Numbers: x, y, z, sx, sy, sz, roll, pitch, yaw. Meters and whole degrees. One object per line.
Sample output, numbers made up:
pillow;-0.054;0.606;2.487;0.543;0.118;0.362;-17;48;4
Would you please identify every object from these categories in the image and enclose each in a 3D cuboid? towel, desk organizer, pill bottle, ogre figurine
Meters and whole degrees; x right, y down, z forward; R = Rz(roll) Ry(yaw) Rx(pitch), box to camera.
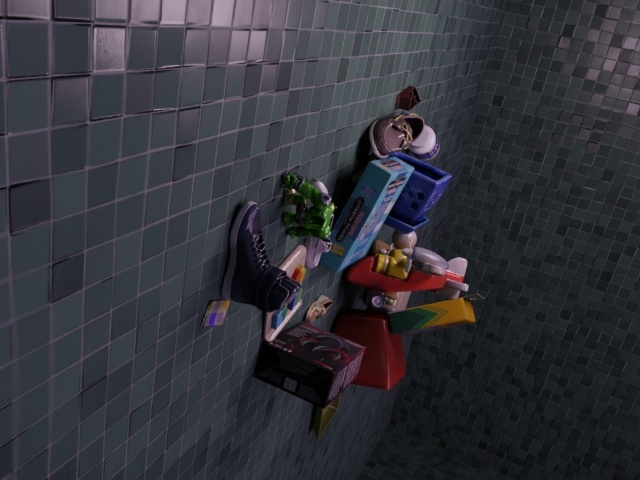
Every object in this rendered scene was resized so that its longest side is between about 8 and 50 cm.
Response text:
towel;-0.222;0.155;1.297;0.060;0.010;0.083;-70;161;0
desk organizer;0.299;-0.477;2.045;0.130;0.050;0.047;-46;149;-51
pill bottle;0.379;-0.371;2.278;0.111;0.112;0.187;-71;161;2
ogre figurine;-0.029;-0.066;1.443;0.097;0.118;0.196;-41;146;-55

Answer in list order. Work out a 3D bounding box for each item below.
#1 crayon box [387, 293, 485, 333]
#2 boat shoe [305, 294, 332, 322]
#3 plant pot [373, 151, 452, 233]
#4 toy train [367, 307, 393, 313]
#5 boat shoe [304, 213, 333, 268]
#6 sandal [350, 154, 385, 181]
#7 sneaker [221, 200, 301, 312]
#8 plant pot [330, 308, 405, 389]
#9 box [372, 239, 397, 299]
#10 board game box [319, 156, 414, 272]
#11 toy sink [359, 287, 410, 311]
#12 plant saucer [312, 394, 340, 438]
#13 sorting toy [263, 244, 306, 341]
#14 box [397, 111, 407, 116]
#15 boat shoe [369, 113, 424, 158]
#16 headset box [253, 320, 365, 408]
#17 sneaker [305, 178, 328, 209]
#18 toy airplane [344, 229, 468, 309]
crayon box;0.422;0.269;2.171;0.203;0.323;0.083;24;54;-66
boat shoe;-0.004;0.216;1.899;0.135;0.045;0.050;-47;150;-49
plant pot;0.276;-0.159;2.034;0.236;0.236;0.212;-25;138;-64
toy train;0.280;0.338;2.680;0.334;0.142;0.190;-49;142;-47
boat shoe;0.000;0.000;1.671;0.066;0.063;0.184;-31;137;-62
sandal;0.142;-0.230;1.851;0.180;0.072;0.049;-44;117;-47
sneaker;-0.110;0.041;1.263;0.086;0.164;0.226;-29;133;-61
plant pot;0.166;0.384;2.242;0.267;0.267;0.235;-1;96;-70
box;0.250;0.115;2.341;0.164;0.021;0.201;24;65;-45
board game box;0.138;-0.084;1.834;0.336;0.079;0.254;-62;165;20
toy sink;0.273;0.204;2.488;0.131;0.153;0.234;-70;160;0
plant saucer;0.023;0.651;2.401;0.188;0.045;0.188;-44;149;-52
sorting toy;-0.088;0.142;1.609;0.193;0.038;0.208;-49;152;-46
box;0.274;-0.400;2.102;0.083;0.018;0.067;-43;147;-53
boat shoe;0.242;-0.335;1.902;0.324;0.097;0.116;-38;114;-60
headset box;-0.018;0.336;1.714;0.293;0.218;0.110;-13;121;-67
sneaker;-0.018;-0.088;1.555;0.061;0.054;0.152;-48;152;-42
toy airplane;0.325;0.085;2.117;0.385;0.386;0.272;-4;88;-50
